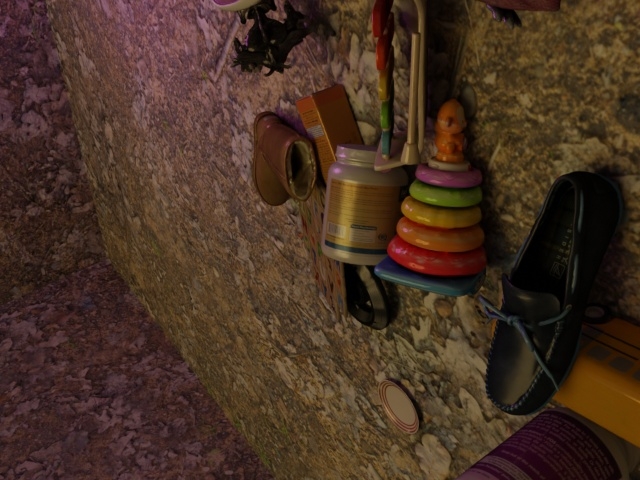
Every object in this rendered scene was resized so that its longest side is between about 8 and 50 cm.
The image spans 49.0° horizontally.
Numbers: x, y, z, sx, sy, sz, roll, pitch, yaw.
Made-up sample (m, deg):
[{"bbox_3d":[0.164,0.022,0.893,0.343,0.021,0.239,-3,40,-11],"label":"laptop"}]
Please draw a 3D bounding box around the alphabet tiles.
[{"bbox_3d":[0.000,0.000,1.544,0.285,0.011,0.342,-121,20,-51],"label":"alphabet tiles"}]

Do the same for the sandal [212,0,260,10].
[{"bbox_3d":[-0.073,-0.512,1.137,0.416,0.102,0.169,-13,66,46],"label":"sandal"}]

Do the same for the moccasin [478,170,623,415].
[{"bbox_3d":[0.282,0.067,0.939,0.137,0.117,0.342,20,96,48],"label":"moccasin"}]

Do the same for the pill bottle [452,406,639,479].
[{"bbox_3d":[0.343,0.354,1.041,0.169,0.301,0.169,41,146,37],"label":"pill bottle"}]

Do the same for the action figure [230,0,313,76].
[{"bbox_3d":[-0.097,-0.393,1.310,0.141,0.164,0.276,45,-155,-61],"label":"action figure"}]

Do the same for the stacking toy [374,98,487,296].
[{"bbox_3d":[0.198,-0.074,1.122,0.165,0.175,0.302,12,109,22],"label":"stacking toy"}]

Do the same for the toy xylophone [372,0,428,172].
[{"bbox_3d":[0.116,-0.250,1.047,0.081,0.236,0.323,2,116,11],"label":"toy xylophone"}]

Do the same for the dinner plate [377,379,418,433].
[{"bbox_3d":[0.186,0.388,1.650,0.141,0.017,0.141,40,145,36],"label":"dinner plate"}]

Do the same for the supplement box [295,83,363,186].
[{"bbox_3d":[0.035,-0.177,1.362,0.080,0.078,0.233,-4,109,61],"label":"supplement box"}]

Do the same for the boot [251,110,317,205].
[{"bbox_3d":[-0.079,-0.140,1.494,0.269,0.089,0.236,-129,26,-59],"label":"boot"}]

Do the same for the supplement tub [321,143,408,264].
[{"bbox_3d":[0.080,-0.067,1.262,0.144,0.144,0.200,23,111,52],"label":"supplement tub"}]

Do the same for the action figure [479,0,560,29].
[{"bbox_3d":[0.244,-0.433,0.743,0.276,0.248,0.370,-84,12,-48],"label":"action figure"}]

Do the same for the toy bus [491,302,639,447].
[{"bbox_3d":[0.407,0.183,0.969,0.332,0.130,0.108,27,136,49],"label":"toy bus"}]

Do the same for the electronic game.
[{"bbox_3d":[0.080,0.095,1.546,0.229,0.048,0.229,50,158,30],"label":"electronic game"}]
